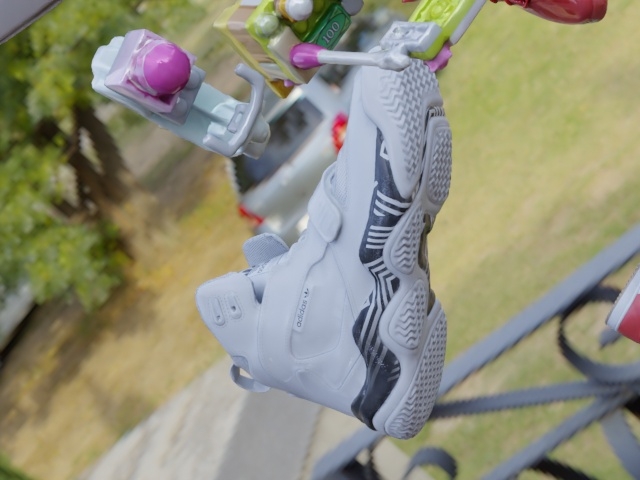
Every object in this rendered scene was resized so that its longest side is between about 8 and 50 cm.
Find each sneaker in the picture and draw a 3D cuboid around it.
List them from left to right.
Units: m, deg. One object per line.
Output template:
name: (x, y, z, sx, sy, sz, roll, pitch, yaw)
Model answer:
sneaker: (0.000, 0.000, 1.321, 0.210, 0.366, 0.137, 7, 26, 20)
sneaker: (0.149, -0.230, 1.356, 0.128, 0.087, 0.221, -26, 34, -25)
sneaker: (0.273, 0.033, 1.131, 0.042, 0.067, 0.118, -23, -36, -58)

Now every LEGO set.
LEGO set: (0.021, -0.163, 0.574, 0.107, 0.132, 0.287, 13, 85, 53)

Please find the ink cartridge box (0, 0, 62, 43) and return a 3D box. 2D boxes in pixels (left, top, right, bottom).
ink cartridge box: (-0.258, -0.354, 0.939, 0.166, 0.285, 0.395, -34, 42, 14)
